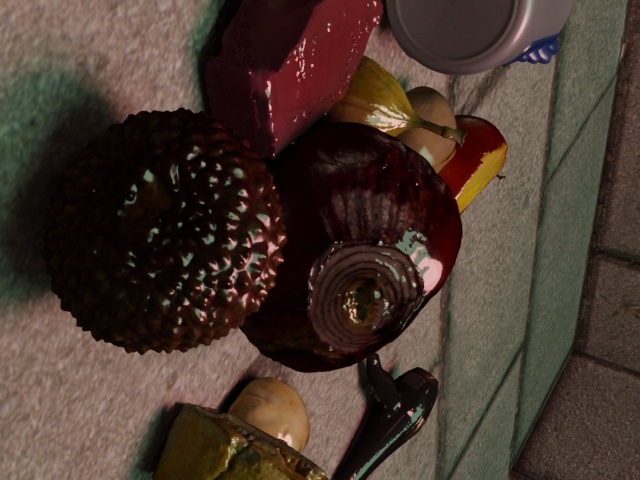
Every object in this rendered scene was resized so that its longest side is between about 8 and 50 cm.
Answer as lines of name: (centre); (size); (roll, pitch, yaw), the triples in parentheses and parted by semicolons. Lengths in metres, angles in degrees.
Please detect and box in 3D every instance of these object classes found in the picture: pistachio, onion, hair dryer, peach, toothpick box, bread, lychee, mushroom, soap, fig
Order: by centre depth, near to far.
lychee: (-0.150, -0.004, 1.045); (0.271, 0.271, 0.271); (-46, 146, -44)
soap: (-0.028, -0.249, 1.267); (0.289, 0.112, 0.182); (-48, 150, -43)
onion: (0.000, 0.000, 1.309); (0.336, 0.282, 0.260); (-39, 118, 17)
bread: (-0.094, 0.322, 1.388); (0.124, 0.257, 0.186); (-63, 177, 2)
fig: (0.081, -0.182, 1.441); (0.143, 0.230, 0.160); (-127, -140, -69)
mushroom: (-0.079, 0.281, 1.541); (0.112, 0.148, 0.148); (-38, -178, 41)
toothpick box: (0.285, -0.392, 1.650); (0.354, 0.263, 0.263); (-29, 133, -58)
pistachio: (0.157, -0.170, 1.678); (0.215, 0.143, 0.144); (-58, 154, -43)
peach: (0.220, -0.127, 1.828); (0.267, 0.154, 0.159); (-46, 156, -27)
hair dryer: (0.096, 0.314, 2.009); (0.304, 0.120, 0.359); (-45, 138, -19)
